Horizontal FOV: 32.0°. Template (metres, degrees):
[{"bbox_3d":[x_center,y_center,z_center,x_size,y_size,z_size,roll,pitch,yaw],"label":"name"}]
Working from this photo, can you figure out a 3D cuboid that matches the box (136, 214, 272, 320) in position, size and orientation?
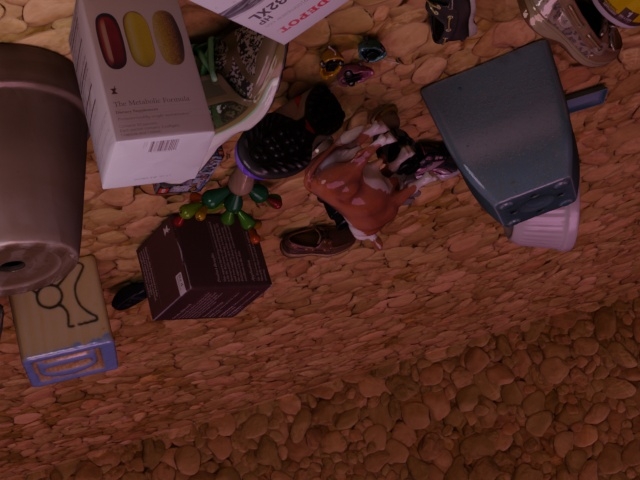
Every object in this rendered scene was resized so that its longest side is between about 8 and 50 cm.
[{"bbox_3d":[-0.240,0.056,2.297,0.203,0.169,0.167,0,154,-37],"label":"box"}]

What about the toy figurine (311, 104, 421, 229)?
[{"bbox_3d":[0.080,-0.140,2.109,0.209,0.148,0.213,-23,157,-1],"label":"toy figurine"}]

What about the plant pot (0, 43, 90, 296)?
[{"bbox_3d":[-0.474,-0.080,1.627,0.323,0.281,0.323,-14,159,-5],"label":"plant pot"}]

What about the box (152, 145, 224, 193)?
[{"bbox_3d":[-0.241,-0.129,2.032,0.093,0.027,0.137,-4,156,-28],"label":"box"}]

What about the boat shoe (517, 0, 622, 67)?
[{"bbox_3d":[0.437,-0.366,1.859,0.089,0.105,0.285,-29,155,35],"label":"boat shoe"}]

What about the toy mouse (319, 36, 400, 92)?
[{"bbox_3d":[0.062,-0.297,1.843,0.143,0.031,0.161,-11,158,-16],"label":"toy mouse"}]

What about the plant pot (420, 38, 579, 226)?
[{"bbox_3d":[0.360,-0.174,2.075,0.247,0.252,0.247,-21,159,11],"label":"plant pot"}]

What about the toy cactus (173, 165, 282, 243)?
[{"bbox_3d":[-0.164,-0.078,2.143,0.218,0.112,0.180,1,144,-21],"label":"toy cactus"}]

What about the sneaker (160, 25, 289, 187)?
[{"bbox_3d":[-0.197,-0.232,1.680,0.182,0.158,0.410,21,136,-32],"label":"sneaker"}]

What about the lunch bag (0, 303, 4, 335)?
[{"bbox_3d":[-0.712,0.179,2.118,0.212,0.256,0.305,-8,158,-22],"label":"lunch bag"}]

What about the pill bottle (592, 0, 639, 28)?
[{"bbox_3d":[0.526,-0.435,1.736,0.117,0.117,0.215,-3,155,-32],"label":"pill bottle"}]

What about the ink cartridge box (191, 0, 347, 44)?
[{"bbox_3d":[-0.071,-0.387,1.377,0.223,0.129,0.307,-30,156,28],"label":"ink cartridge box"}]

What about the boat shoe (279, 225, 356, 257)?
[{"bbox_3d":[0.000,0.000,2.490,0.177,0.064,0.060,-8,159,-17],"label":"boat shoe"}]

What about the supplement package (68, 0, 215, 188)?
[{"bbox_3d":[-0.248,-0.213,1.514,0.139,0.244,0.134,-9,158,-23],"label":"supplement package"}]

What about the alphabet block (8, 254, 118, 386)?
[{"bbox_3d":[-0.534,0.169,2.316,0.192,0.197,0.193,-11,158,-14],"label":"alphabet block"}]

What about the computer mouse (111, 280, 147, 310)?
[{"bbox_3d":[-0.366,0.085,2.470,0.242,0.041,0.071,-30,165,14],"label":"computer mouse"}]

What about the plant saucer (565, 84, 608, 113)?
[{"bbox_3d":[0.484,-0.271,2.256,0.192,0.018,0.067,-18,159,-1],"label":"plant saucer"}]

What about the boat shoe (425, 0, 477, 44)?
[{"bbox_3d":[0.195,-0.363,1.709,0.068,0.081,0.228,-23,161,4],"label":"boat shoe"}]

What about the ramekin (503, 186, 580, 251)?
[{"bbox_3d":[0.443,-0.111,2.302,0.127,0.273,0.273,-4,159,1],"label":"ramekin"}]

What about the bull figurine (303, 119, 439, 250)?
[{"bbox_3d":[0.087,-0.093,1.923,0.188,0.101,0.310,-43,152,9],"label":"bull figurine"}]

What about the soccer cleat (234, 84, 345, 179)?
[{"bbox_3d":[-0.068,-0.161,1.829,0.116,0.109,0.318,-28,-170,33],"label":"soccer cleat"}]

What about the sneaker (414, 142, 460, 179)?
[{"bbox_3d":[0.222,-0.164,2.252,0.178,0.072,0.077,-19,149,-12],"label":"sneaker"}]
